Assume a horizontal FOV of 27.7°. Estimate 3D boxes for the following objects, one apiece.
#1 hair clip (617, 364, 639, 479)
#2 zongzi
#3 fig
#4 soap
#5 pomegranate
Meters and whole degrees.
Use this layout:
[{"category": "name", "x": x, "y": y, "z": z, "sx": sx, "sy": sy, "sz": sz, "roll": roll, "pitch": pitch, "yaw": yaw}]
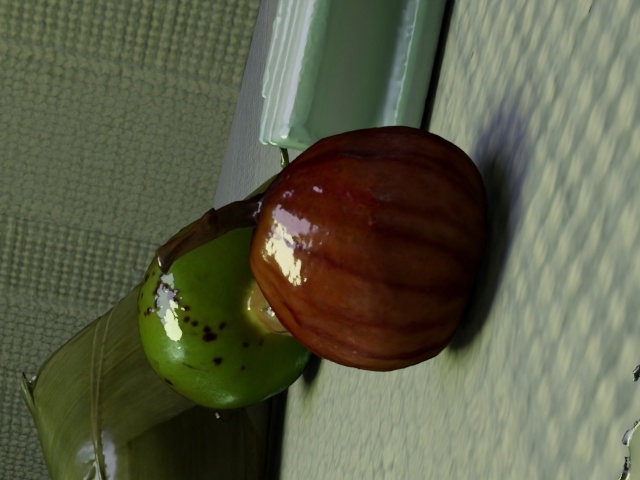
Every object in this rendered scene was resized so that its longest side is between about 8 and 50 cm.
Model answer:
[{"category": "hair clip", "x": 0.077, "y": 0.130, "z": 0.356, "sx": 0.072, "sy": 0.034, "sz": 0.226, "roll": -104, "pitch": 27, "yaw": -63}, {"category": "zongzi", "x": -0.086, "y": 0.168, "z": 1.146, "sx": 0.418, "sy": 0.181, "sz": 0.447, "roll": -47, "pitch": 38, "yaw": 11}, {"category": "fig", "x": 0.014, "y": 0.005, "z": 0.645, "sx": 0.128, "sy": 0.150, "sz": 0.128, "roll": 14, "pitch": -105, "yaw": -61}, {"category": "soap", "x": 0.033, "y": -0.197, "z": 0.868, "sx": 0.173, "sy": 0.095, "sz": 0.289, "roll": -159, "pitch": 80, "yaw": -81}, {"category": "pomegranate", "x": -0.059, "y": 0.054, "z": 1.043, "sx": 0.205, "sy": 0.159, "sz": 0.159, "roll": -9, "pitch": 67, "yaw": 53}]
